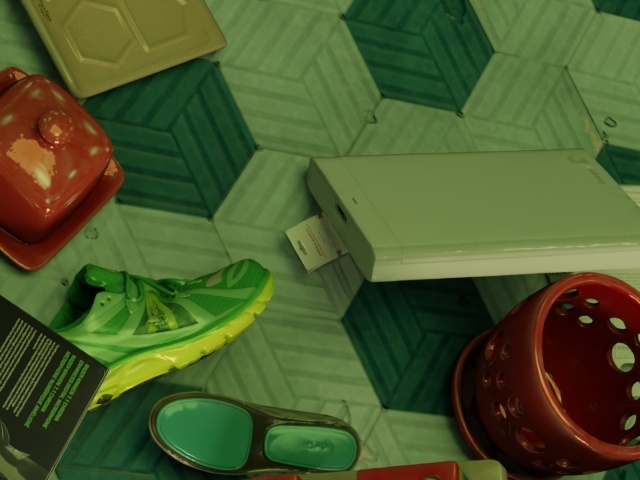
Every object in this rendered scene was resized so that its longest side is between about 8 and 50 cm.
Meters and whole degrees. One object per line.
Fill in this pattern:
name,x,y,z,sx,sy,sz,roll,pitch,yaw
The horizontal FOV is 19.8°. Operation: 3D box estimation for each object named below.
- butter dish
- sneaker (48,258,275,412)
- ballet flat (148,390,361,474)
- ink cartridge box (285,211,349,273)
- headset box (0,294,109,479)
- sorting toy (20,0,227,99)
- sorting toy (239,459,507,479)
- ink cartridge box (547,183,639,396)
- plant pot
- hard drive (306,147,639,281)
butter dish,-0.258,-0.083,1.676,0.160,0.118,0.160,45,54,-6
sneaker,-0.164,0.068,1.672,0.295,0.109,0.123,-23,86,-35
ballet flat,-0.067,0.183,1.708,0.213,0.068,0.072,12,87,-22
ink cartridge box,0.000,0.000,1.846,0.083,0.028,0.048,-26,83,-36
headset box,-0.338,0.120,1.466,0.283,0.246,0.131,36,56,-14
sorting toy,-0.213,-0.247,1.826,0.208,0.038,0.193,-24,83,-40
sorting toy,0.030,0.316,1.594,0.089,0.257,0.255,51,36,-60
ink cartridge box,0.335,0.054,2.016,0.189,0.066,0.232,1,87,-30
plant pot,0.241,0.147,1.834,0.191,0.174,0.191,12,64,-25
hard drive,0.162,-0.029,1.838,0.308,0.040,0.203,-3,31,-19
